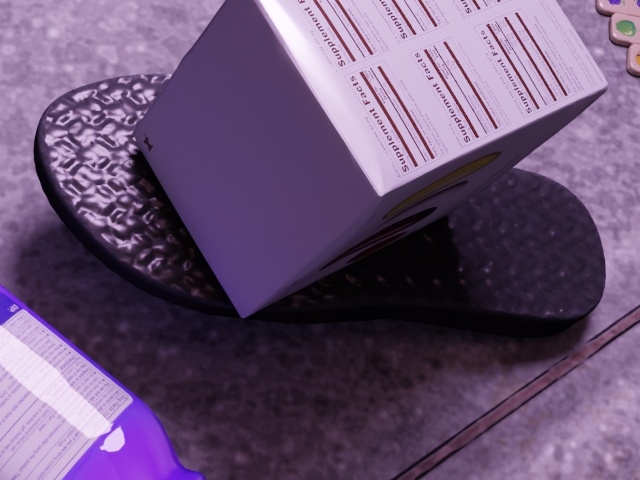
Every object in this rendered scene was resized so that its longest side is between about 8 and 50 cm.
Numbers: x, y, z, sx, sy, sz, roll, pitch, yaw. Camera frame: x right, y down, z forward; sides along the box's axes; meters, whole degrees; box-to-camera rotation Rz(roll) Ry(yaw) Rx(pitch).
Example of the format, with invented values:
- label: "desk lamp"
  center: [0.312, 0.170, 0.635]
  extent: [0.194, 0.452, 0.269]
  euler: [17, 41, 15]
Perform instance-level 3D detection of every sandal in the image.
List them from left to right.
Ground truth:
- label: "sandal"
  center: [0.001, 0.002, 0.998]
  extent: [0.446, 0.107, 0.167]
  euler: [13, 61, -23]

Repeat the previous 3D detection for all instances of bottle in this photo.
- label: "bottle"
  center: [-0.160, 0.143, 0.880]
  extent: [0.283, 0.092, 0.118]
  euler: [38, 62, 5]

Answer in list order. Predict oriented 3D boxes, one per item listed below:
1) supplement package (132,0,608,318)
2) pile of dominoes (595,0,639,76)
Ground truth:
- label: "supplement package"
  center: [0.027, -0.082, 0.865]
  extent: [0.203, 0.194, 0.149]
  euler: [-26, 81, -35]
- label: "pile of dominoes"
  center: [0.338, -0.227, 1.218]
  extent: [0.196, 0.040, 0.251]
  euler: [-12, 68, -20]
